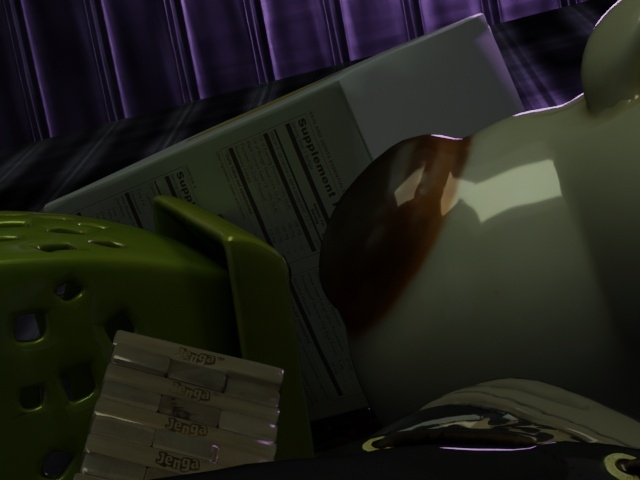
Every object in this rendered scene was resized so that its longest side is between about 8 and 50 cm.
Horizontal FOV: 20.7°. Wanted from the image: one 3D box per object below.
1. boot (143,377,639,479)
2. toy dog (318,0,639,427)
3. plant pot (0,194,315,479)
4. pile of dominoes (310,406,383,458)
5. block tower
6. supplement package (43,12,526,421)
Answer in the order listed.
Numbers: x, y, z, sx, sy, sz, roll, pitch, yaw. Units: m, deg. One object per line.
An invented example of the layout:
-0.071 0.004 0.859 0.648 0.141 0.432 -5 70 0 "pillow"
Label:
0.067 0.142 0.543 0.284 0.138 0.377 -5 17 -37 "boot"
0.207 0.022 0.849 0.408 0.284 0.395 -14 38 37 "toy dog"
-0.126 0.090 1.008 0.207 0.228 0.227 -12 11 -15 "plant pot"
0.071 0.096 1.158 0.251 0.040 0.196 -21 15 -30 "pile of dominoes"
-0.075 0.161 0.745 0.091 0.097 0.335 15 25 -5 "block tower"
0.000 0.000 1.179 0.262 0.198 0.199 -20 6 36 "supplement package"
